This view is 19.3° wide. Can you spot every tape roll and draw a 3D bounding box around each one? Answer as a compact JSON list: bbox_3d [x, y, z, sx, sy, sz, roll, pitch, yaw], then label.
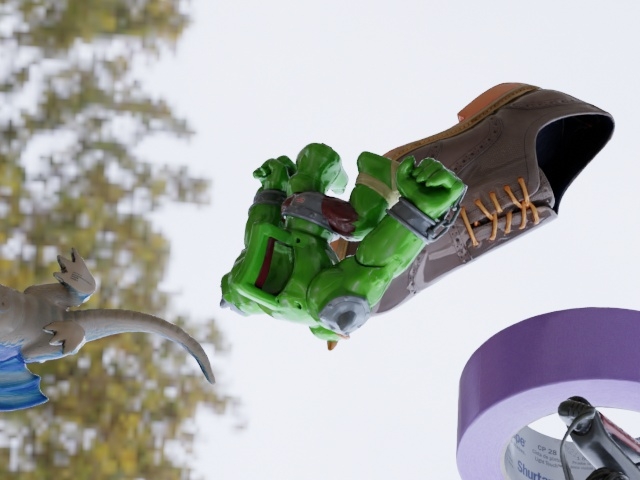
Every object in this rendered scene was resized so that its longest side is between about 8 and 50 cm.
[{"bbox_3d":[0.272,0.183,1.845,0.275,0.275,0.090,7,-130,-1],"label":"tape roll"}]

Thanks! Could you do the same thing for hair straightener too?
[{"bbox_3d":[0.203,0.162,1.190,0.047,0.230,0.089,-17,-122,20],"label":"hair straightener"}]

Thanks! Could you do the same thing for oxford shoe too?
[{"bbox_3d":[0.146,-0.043,1.815,0.133,0.130,0.364,10,-137,45],"label":"oxford shoe"}]

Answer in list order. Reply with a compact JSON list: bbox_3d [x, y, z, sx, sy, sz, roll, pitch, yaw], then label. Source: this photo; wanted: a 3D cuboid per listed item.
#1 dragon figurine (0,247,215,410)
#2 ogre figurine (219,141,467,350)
[{"bbox_3d":[-0.230,0.069,1.363,0.289,0.144,0.085,9,-120,-25],"label":"dragon figurine"},{"bbox_3d":[0.000,0.000,1.178,0.197,0.097,0.118,18,-109,37],"label":"ogre figurine"}]
